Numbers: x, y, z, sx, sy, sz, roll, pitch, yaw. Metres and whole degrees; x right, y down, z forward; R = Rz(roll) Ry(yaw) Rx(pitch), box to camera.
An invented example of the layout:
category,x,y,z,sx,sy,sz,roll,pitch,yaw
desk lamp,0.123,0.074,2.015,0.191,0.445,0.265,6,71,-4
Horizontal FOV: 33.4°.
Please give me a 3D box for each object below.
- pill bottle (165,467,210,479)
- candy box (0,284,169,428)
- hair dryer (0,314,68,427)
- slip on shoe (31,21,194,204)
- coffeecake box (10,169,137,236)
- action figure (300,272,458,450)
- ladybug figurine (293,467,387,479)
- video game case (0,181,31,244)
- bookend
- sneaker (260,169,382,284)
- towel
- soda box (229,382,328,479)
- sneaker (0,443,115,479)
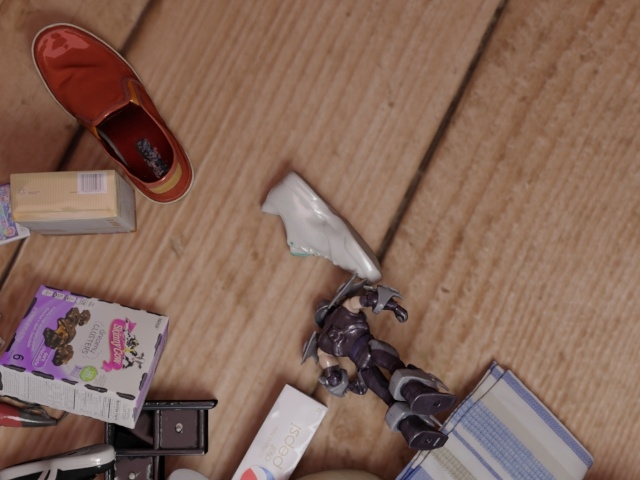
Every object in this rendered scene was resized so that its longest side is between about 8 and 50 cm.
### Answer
category,x,y,z,sx,sy,sz,roll,pitch,yaw
pill bottle,-0.222,0.417,1.466,0.117,0.117,0.208,36,109,3
candy box,-0.330,0.161,1.509,0.196,0.070,0.165,14,41,0
hair dryer,-0.519,0.243,1.536,0.293,0.080,0.223,-45,86,-5
slip on shoe,-0.309,-0.196,1.581,0.123,0.101,0.331,-38,84,-3
coffeecake box,-0.346,-0.050,1.520,0.142,0.185,0.068,-3,84,-2
action figure,0.074,0.169,1.508,0.285,0.099,0.185,47,127,40
ladybug figurine,-0.028,0.518,1.438,0.305,0.162,0.449,40,82,-17
video game case,-0.505,-0.031,1.603,0.122,0.011,0.087,-17,84,-3
bookend,-0.229,0.308,1.537,0.156,0.072,0.157,0,84,-1
sneaker,0.000,0.000,1.584,0.094,0.080,0.212,-44,79,7
towel,0.243,0.330,1.505,0.209,0.034,0.285,45,58,5
soda box,-0.072,0.317,1.540,0.074,0.069,0.216,30,84,3
sneaker,-0.355,0.359,1.497,0.217,0.079,0.121,-17,87,34
